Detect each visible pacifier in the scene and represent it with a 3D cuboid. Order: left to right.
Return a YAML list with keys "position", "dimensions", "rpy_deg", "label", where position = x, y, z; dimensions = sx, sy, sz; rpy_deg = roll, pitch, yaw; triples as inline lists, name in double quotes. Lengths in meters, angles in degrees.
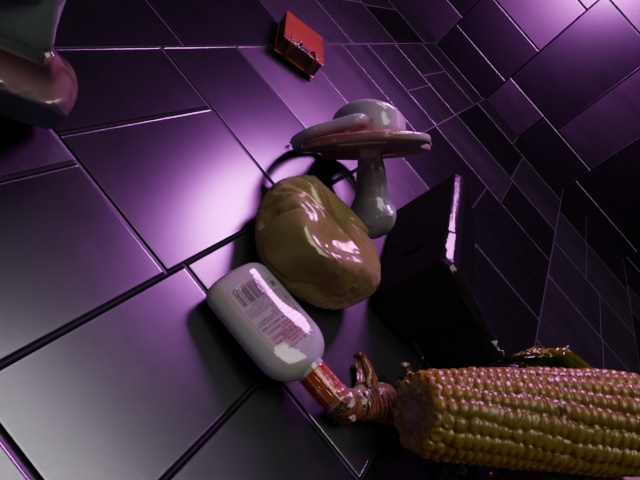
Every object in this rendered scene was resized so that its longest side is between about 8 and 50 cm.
- position: [0.097, -0.160, 0.905]
  dimensions: [0.273, 0.220, 0.332]
  rpy_deg: [53, 13, 4]
  label: "pacifier"

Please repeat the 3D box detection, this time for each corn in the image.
- position: [0.297, 0.241, 0.620]
  dimensions: [0.386, 0.144, 0.144]
  rpy_deg: [3, 48, -6]
  label: "corn"

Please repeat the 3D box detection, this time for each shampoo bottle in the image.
- position: [-0.050, 0.128, 0.607]
  dimensions: [0.221, 0.051, 0.108]
  rpy_deg: [47, 40, 12]
  label: "shampoo bottle"

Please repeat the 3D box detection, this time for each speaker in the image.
- position: [0.241, 0.054, 0.909]
  dimensions: [0.184, 0.180, 0.388]
  rpy_deg: [46, 37, -16]
  label: "speaker"

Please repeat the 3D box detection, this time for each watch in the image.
- position: [-0.327, -0.268, 0.492]
  dimensions: [0.161, 0.253, 0.241]
  rpy_deg: [15, 85, -37]
  label: "watch"

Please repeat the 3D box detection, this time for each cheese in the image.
- position: [0.000, 0.000, 0.758]
  dimensions: [0.226, 0.117, 0.214]
  rpy_deg: [32, 35, -30]
  label: "cheese"

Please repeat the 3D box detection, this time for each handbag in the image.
- position: [-0.054, -0.516, 1.209]
  dimensions: [0.127, 0.063, 0.190]
  rpy_deg: [29, 37, -26]
  label: "handbag"

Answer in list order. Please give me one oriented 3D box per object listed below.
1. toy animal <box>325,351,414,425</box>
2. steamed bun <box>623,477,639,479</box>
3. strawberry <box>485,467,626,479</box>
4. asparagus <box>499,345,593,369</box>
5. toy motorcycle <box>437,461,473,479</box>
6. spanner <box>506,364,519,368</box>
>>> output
- position: [0.093, 0.232, 0.691]
  dimensions: [0.241, 0.056, 0.099]
  rpy_deg: [22, 50, -34]
  label: "toy animal"
- position: [0.572, 0.522, 0.753]
  dimensions: [0.324, 0.206, 0.325]
  rpy_deg: [-13, 90, -70]
  label: "steamed bun"
- position: [0.350, 0.438, 0.632]
  dimensions: [0.273, 0.221, 0.274]
  rpy_deg: [3, 28, -1]
  label: "strawberry"
- position: [0.564, 0.317, 1.046]
  dimensions: [0.381, 0.128, 0.108]
  rpy_deg: [35, 2, -17]
  label: "asparagus"
- position: [0.243, 0.289, 0.734]
  dimensions: [0.082, 0.123, 0.213]
  rpy_deg: [24, 31, 20]
  label: "toy motorcycle"
- position: [0.352, 0.316, 0.774]
  dimensions: [0.096, 0.040, 0.325]
  rpy_deg: [-72, 143, -50]
  label: "spanner"
